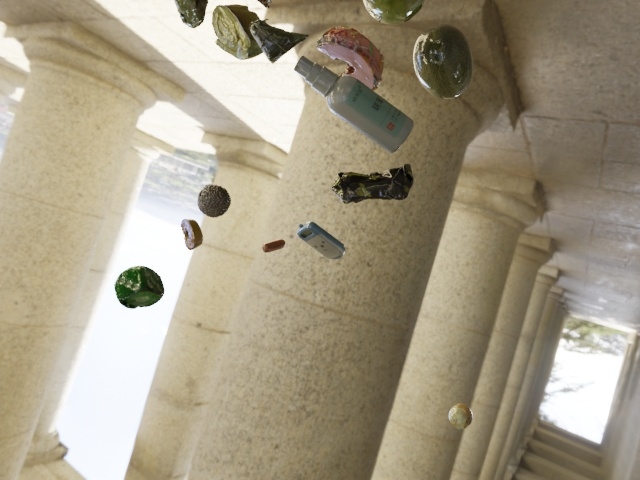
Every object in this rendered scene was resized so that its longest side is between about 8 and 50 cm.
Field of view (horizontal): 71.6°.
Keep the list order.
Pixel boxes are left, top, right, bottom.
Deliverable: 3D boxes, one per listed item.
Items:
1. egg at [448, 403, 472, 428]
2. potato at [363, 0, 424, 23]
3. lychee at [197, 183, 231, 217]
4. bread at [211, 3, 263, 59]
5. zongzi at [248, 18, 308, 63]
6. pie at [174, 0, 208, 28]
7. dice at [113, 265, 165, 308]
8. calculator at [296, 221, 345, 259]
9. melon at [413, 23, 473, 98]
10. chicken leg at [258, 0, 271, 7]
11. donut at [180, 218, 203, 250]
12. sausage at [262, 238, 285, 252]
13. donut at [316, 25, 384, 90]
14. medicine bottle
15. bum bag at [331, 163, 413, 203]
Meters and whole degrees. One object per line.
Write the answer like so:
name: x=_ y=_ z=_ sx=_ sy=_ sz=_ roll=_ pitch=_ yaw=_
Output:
egg: x=0.445 y=0.554 z=1.406 sx=0.071 sy=0.071 sz=0.083 roll=16 pitch=-165 yaw=24
potato: x=0.247 y=-0.831 z=1.473 sx=0.216 sy=0.216 sz=0.304 roll=17 pitch=-160 yaw=0
lychee: x=-0.222 y=-0.082 z=0.929 sx=0.067 sy=0.068 sz=0.083 roll=2 pitch=173 yaw=-45
bread: x=-0.326 y=-0.849 z=1.828 sx=0.257 sy=0.124 sz=0.186 roll=43 pitch=141 yaw=11
zongzi: x=-0.106 y=-0.521 z=1.107 sx=0.109 sy=0.119 sz=0.055 roll=56 pitch=-165 yaw=-11
pie: x=-0.417 y=-0.851 z=1.455 sx=0.071 sy=0.306 sz=0.306 roll=6 pitch=176 yaw=5
dice: x=-0.659 y=0.171 z=1.620 sx=0.120 sy=0.128 sz=0.131 roll=64 pitch=-170 yaw=27
calculator: x=0.000 y=0.000 z=1.684 sx=0.210 sy=0.039 sz=0.121 roll=37 pitch=148 yaw=-16
melon: x=0.523 y=-0.754 z=1.892 sx=0.237 sy=0.237 sz=0.302 roll=13 pitch=139 yaw=53
chicken leg: x=-0.074 y=-0.944 z=1.466 sx=0.409 sy=0.182 sz=0.295 roll=-20 pitch=125 yaw=26
donut: x=-0.426 y=-0.023 z=1.477 sx=0.043 sy=0.108 sz=0.097 roll=-19 pitch=-164 yaw=-38
sausage: x=-0.154 y=0.018 z=1.468 sx=0.083 sy=0.034 sz=0.034 roll=-17 pitch=-161 yaw=-37
donut: x=0.106 y=-0.551 z=1.357 sx=0.199 sy=0.085 sz=0.233 roll=23 pitch=167 yaw=31
medicine bottle: x=0.085 y=-0.378 z=1.206 sx=0.352 sy=0.110 sz=0.110 roll=33 pitch=174 yaw=-10
bum bag: x=0.144 y=-0.157 z=1.249 sx=0.232 sy=0.107 sz=0.060 roll=-6 pitch=158 yaw=13
